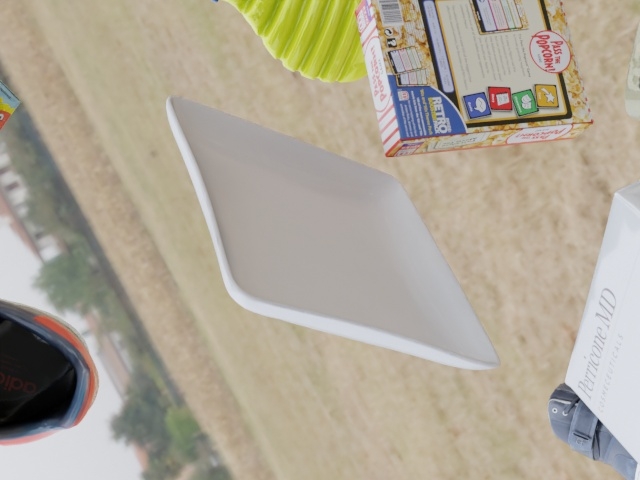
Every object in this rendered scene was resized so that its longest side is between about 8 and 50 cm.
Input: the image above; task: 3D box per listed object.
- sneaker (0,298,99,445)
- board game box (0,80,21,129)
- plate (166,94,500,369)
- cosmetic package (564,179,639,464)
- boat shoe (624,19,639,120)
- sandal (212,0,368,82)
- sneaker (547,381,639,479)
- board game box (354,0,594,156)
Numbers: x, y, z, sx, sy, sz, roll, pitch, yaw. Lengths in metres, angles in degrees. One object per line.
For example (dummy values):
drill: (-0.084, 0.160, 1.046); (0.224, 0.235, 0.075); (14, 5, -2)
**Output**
sneaker: (-0.324, 0.075, 0.790); (0.148, 0.350, 0.131); (9, 90, 65)
board game box: (-0.433, -0.069, 1.030); (0.144, 0.275, 0.142); (-2, 141, 41)
plate: (0.000, 0.000, 0.980); (0.277, 0.045, 0.278); (17, -148, -33)
cosmetic package: (0.339, 0.130, 0.681); (0.385, 0.156, 0.217); (49, 153, 38)
boat shoe: (0.368, -0.252, 1.019); (0.103, 0.113, 0.302); (14, 97, 31)
sandal: (-0.062, -0.291, 1.224); (0.317, 0.126, 0.138); (33, -158, -9)
sneaker: (0.368, 0.190, 1.375); (0.163, 0.086, 0.226); (28, 126, 36)
board game box: (0.141, -0.159, 1.017); (0.045, 0.194, 0.146); (134, 127, -68)
